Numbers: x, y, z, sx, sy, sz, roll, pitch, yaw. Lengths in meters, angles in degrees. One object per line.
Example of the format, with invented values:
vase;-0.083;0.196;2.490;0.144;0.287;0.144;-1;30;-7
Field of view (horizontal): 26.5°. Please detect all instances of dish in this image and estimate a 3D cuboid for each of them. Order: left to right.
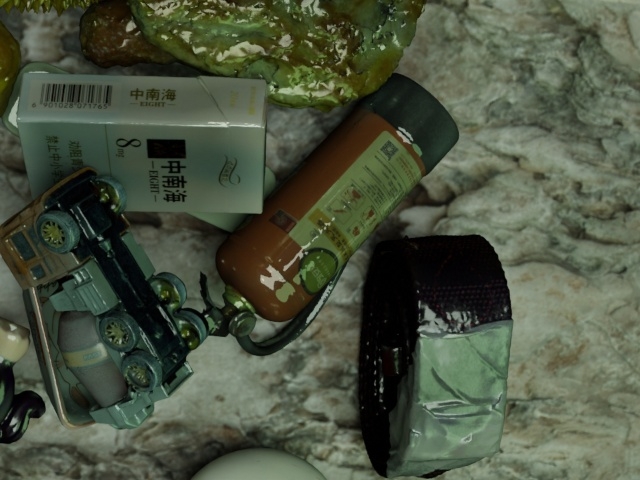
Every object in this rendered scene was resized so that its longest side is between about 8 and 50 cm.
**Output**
dish;-0.259;0.075;1.462;0.154;0.064;0.234;-17;97;-48

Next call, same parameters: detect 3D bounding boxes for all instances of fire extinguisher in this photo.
fire extinguisher;0.005;0.002;1.510;0.376;0.113;0.200;-45;127;-13

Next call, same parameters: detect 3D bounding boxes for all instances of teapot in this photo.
teapot;-0.061;0.345;1.563;0.298;0.139;0.204;23;91;-19

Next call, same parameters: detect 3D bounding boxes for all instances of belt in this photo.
belt;0.140;0.135;1.560;0.164;0.184;0.289;-2;107;-21

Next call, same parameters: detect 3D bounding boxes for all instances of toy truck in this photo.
toy truck;-0.223;0.067;1.363;0.140;0.108;0.256;-24;102;35

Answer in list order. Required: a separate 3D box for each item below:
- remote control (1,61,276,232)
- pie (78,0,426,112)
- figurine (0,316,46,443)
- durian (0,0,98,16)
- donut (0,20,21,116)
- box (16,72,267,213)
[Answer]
remote control;-0.195;-0.100;1.484;0.309;0.038;0.090;26;93;-19
pie;-0.039;-0.351;1.409;0.395;0.180;0.418;11;93;-19
figurine;-0.435;0.241;1.393;0.306;0.241;0.411;-5;94;-34
durian;-0.304;-0.341;1.330;0.172;0.166;0.306;6;61;-34
donut;-0.439;-0.182;1.345;0.261;0.128;0.208;35;91;-20
box;-0.176;-0.096;1.379;0.243;0.155;0.067;2;57;-4
